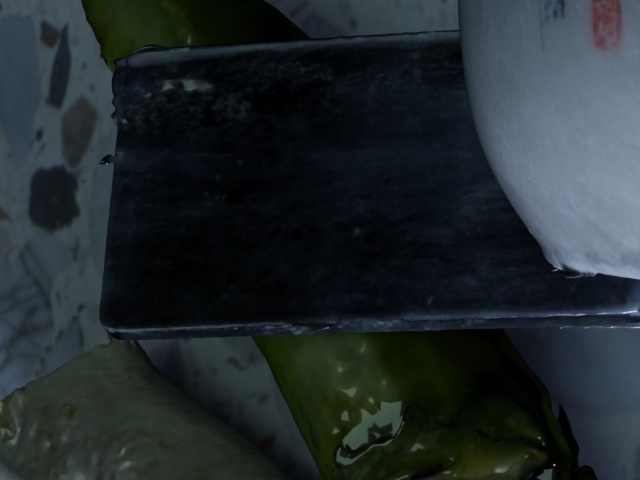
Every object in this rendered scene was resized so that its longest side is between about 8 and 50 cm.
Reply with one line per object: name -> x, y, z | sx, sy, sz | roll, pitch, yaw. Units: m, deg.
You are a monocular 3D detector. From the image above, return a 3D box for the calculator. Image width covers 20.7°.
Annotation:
calculator -> 0.024, -0.029, 0.818 | 0.261, 0.021, 0.161 | -1, 63, 9

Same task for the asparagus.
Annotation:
asparagus -> 0.000, 0.000, 0.884 | 0.382, 0.128, 0.108 | 60, 147, 26

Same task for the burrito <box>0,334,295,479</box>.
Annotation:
burrito -> -0.065, 0.175, 0.939 | 0.299, 0.105, 0.143 | 39, 108, 35

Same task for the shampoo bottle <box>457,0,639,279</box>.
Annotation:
shampoo bottle -> 0.186, -0.117, 0.637 | 0.273, 0.273, 0.266 | 2, 94, 39
